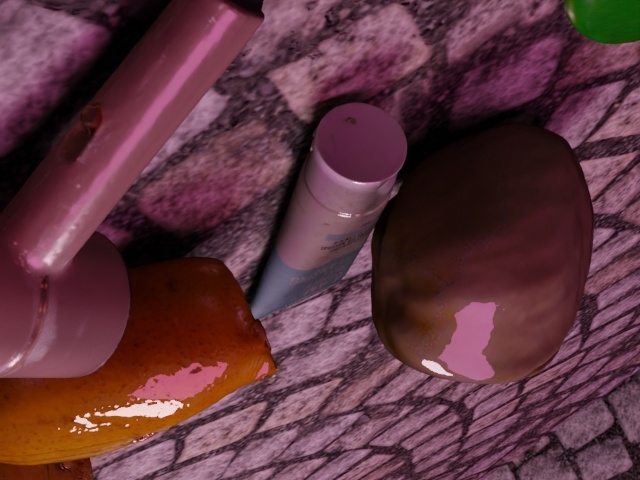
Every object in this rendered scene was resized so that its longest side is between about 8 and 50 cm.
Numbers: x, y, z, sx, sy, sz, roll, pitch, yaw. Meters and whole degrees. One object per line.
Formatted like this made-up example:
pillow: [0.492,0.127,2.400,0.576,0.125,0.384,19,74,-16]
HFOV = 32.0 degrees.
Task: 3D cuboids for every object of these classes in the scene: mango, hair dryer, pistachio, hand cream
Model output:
mango: [-0.164,0.099,0.861,0.252,0.126,0.154,-23,168,1]
hair dryer: [-0.140,-0.054,0.643,0.344,0.107,0.189,-48,150,18]
pistachio: [0.149,0.010,0.950,0.288,0.197,0.166,-38,173,-43]
hand cream: [0.000,0.000,0.928,0.111,0.070,0.312,-26,161,-20]

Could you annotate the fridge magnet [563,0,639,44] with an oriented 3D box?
fridge magnet: [0.252,-0.215,0.750,0.208,0.088,0.208,-25,158,-11]

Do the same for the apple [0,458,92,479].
apple: [-0.266,0.214,0.966,0.146,0.146,0.146,-25,157,-12]
